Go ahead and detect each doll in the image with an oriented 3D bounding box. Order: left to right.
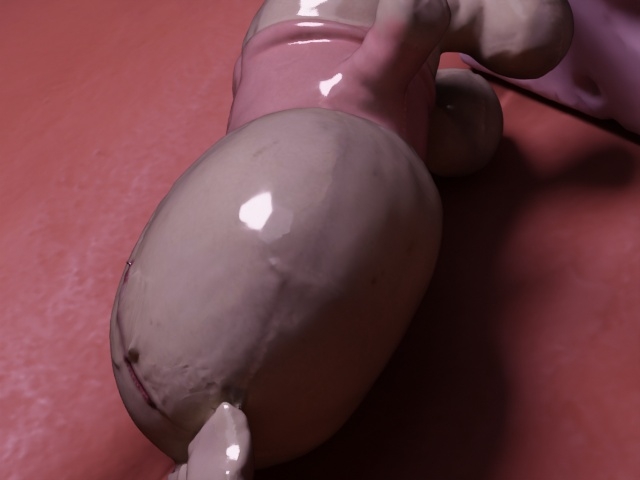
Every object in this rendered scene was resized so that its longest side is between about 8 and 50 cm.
[{"bbox_3d":[-0.009,-0.009,0.654,0.113,0.155,0.275,35,55,-3],"label":"doll"}]

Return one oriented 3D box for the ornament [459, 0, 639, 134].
[{"bbox_3d":[0.197,-0.188,0.689,0.240,0.239,0.239,27,57,38],"label":"ornament"}]
